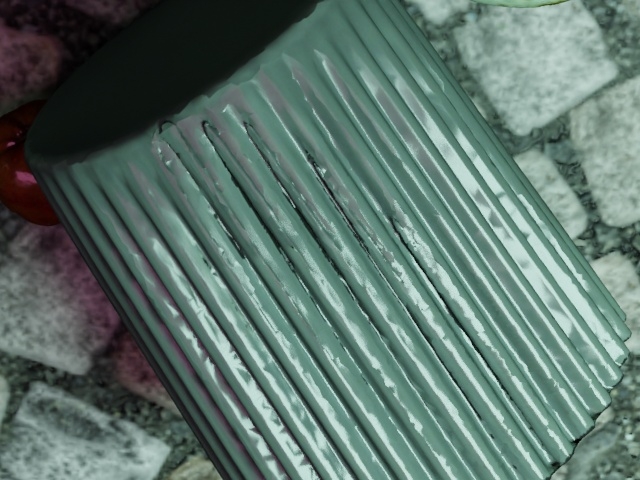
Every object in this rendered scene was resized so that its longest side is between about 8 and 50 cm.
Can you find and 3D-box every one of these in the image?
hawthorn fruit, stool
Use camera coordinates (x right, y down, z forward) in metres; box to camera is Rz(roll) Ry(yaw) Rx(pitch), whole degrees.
[{"bbox_3d":[-0.193,-0.049,1.276,0.081,0.081,0.093,-6,149,-1],"label":"hawthorn fruit"},{"bbox_3d":[0.000,0.000,1.201,0.297,0.297,0.330,-28,114,11],"label":"stool"}]

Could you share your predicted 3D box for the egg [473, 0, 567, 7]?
[{"bbox_3d":[0.100,-0.236,1.134,0.231,0.169,0.169,18,117,-5],"label":"egg"}]
